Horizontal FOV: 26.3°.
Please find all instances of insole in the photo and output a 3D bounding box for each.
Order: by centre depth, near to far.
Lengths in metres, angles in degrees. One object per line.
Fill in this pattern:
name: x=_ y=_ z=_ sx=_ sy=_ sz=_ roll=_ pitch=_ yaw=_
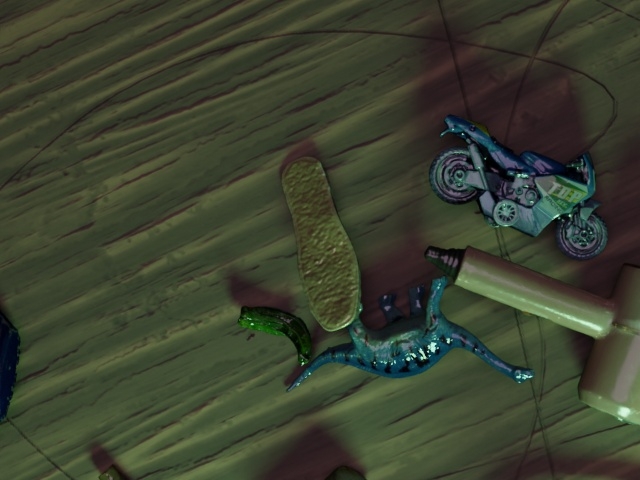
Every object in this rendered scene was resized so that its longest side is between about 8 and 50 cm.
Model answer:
insole: x=0.000 y=0.000 z=1.787 sx=0.081 sy=0.011 sz=0.248 roll=-22 pitch=66 yaw=14

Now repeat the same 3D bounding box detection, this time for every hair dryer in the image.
hair dryer: x=0.286 y=0.089 z=1.726 sx=0.344 sy=0.107 sz=0.189 roll=21 pitch=90 yaw=0

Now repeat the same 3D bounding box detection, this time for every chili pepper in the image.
chili pepper: x=-0.052 y=0.118 z=1.807 sx=0.118 sy=0.035 sz=0.055 roll=33 pitch=62 yaw=15

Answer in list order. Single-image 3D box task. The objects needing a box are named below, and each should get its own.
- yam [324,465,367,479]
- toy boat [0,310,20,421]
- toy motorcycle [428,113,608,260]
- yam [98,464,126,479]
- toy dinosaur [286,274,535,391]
yam: x=0.003 y=0.360 z=1.770 sx=0.070 sy=0.070 sz=0.146 roll=42 pitch=91 yaw=7
toy boat: x=-0.548 y=0.195 z=1.829 sx=0.318 sy=0.072 sz=0.219 roll=-19 pitch=70 yaw=3
toy motorcycle: x=0.263 y=-0.076 z=1.762 sx=0.254 sy=0.092 sz=0.135 roll=24 pitch=89 yaw=1
yam: x=-0.238 y=0.358 z=1.812 sx=0.032 sy=0.032 sz=0.145 roll=-44 pitch=82 yaw=1
toy dinosaur: x=0.108 y=0.119 z=1.773 sx=0.329 sy=0.076 sz=0.144 roll=-4 pitch=91 yaw=14
